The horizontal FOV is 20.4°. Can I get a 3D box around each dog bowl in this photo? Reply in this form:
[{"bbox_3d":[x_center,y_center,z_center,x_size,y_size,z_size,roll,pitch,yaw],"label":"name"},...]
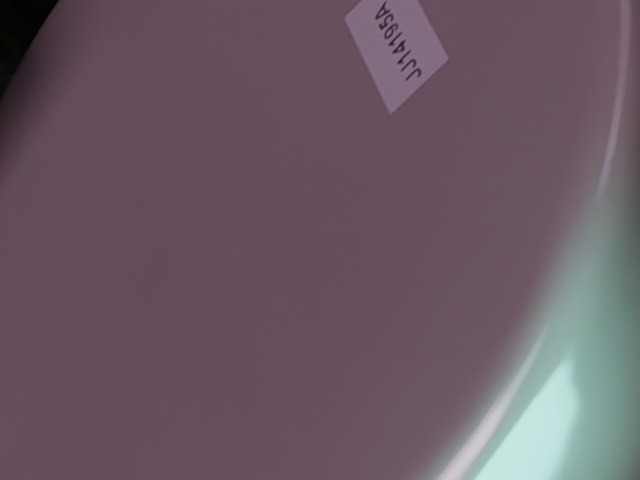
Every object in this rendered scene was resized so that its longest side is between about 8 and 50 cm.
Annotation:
[{"bbox_3d":[0.000,0.000,0.472,0.349,0.102,0.349,-24,53,36],"label":"dog bowl"}]
